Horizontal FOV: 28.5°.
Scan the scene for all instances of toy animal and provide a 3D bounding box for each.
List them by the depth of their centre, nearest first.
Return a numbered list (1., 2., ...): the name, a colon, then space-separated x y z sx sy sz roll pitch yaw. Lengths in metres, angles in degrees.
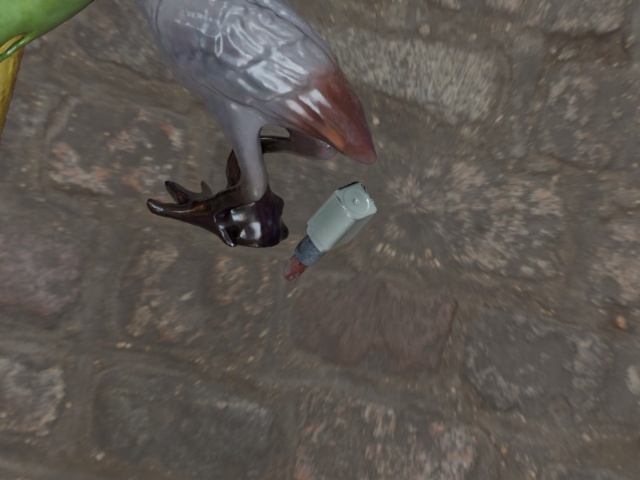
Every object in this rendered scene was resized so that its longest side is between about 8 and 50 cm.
1. toy animal: -0.073 -0.139 0.859 0.195 0.090 0.324 -7 110 33

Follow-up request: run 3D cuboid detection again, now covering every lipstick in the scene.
1. lipstick: 0.000 0.000 0.855 0.025 0.107 0.025 -22 73 -38

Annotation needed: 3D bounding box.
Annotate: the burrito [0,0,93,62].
1. burrito: -0.195 -0.056 0.416 0.288 0.054 0.104 -30 51 -15

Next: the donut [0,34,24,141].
1. donut: -0.296 -0.182 1.063 0.101 0.152 0.259 15 49 -14
